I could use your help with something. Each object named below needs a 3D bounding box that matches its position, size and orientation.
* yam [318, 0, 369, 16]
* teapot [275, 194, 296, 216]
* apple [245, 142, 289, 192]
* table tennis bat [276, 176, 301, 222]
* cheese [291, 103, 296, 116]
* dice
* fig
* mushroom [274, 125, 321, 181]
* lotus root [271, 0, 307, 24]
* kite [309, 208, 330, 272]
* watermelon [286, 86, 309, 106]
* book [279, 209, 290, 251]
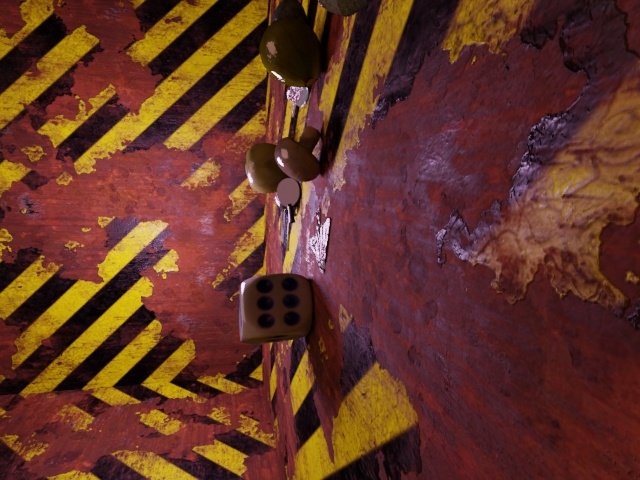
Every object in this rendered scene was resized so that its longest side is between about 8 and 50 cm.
[{"bbox_3d":[0.053,-0.758,1.067,0.161,0.162,0.267,133,138,-70],"label":"yam"},{"bbox_3d":[-0.177,-0.183,2.114,0.108,0.111,0.149,67,152,26],"label":"teapot"},{"bbox_3d":[-0.300,-0.414,2.303,0.292,0.255,0.291,179,90,-79],"label":"apple"},{"bbox_3d":[-0.155,-0.203,2.019,0.150,0.027,0.235,-9,87,31],"label":"table tennis bat"},{"bbox_3d":[-0.123,-0.725,2.000,0.255,0.050,0.127,111,155,-56],"label":"cheese"},{"bbox_3d":[-0.209,0.311,1.819,0.304,0.305,0.276,121,147,-64],"label":"dice"},{"bbox_3d":[-0.101,-0.705,1.548,0.270,0.240,0.239,61,156,20],"label":"fig"},{"bbox_3d":[-0.078,-0.333,1.596,0.209,0.207,0.206,-49,-13,-34],"label":"mushroom"},{"bbox_3d":[-0.146,-0.949,1.835,0.175,0.175,0.348,-129,42,-69],"label":"lotus root"},{"bbox_3d":[0.000,0.000,1.580,0.323,0.013,0.267,130,137,-66],"label":"kite"},{"bbox_3d":[-0.092,-0.679,1.819,0.180,0.094,0.081,-21,66,59],"label":"watermelon"},{"bbox_3d":[-0.221,-0.092,2.479,0.322,0.018,0.228,-125,37,-67],"label":"book"}]
